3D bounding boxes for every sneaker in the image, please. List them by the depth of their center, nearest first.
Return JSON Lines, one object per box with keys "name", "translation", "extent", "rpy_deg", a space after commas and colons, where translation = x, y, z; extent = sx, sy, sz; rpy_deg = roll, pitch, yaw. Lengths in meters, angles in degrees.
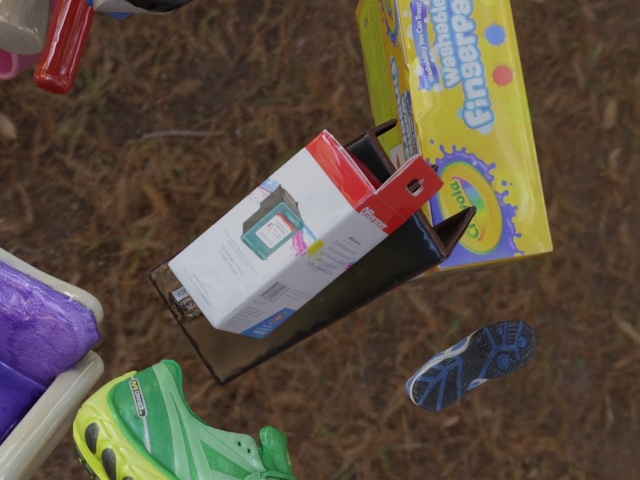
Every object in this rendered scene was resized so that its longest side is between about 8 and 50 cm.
{"name": "sneaker", "translation": [-0.048, 0.203, 0.879], "extent": [0.295, 0.109, 0.123], "rpy_deg": [46, 62, 2]}
{"name": "sneaker", "translation": [0.211, 0.171, 1.707], "extent": [0.211, 0.081, 0.080], "rpy_deg": [-23, 93, -15]}

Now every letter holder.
{"name": "letter holder", "translation": [0.000, 0.000, 1.327], "extent": [0.152, 0.302, 0.214], "rpy_deg": [58, 24, -3]}

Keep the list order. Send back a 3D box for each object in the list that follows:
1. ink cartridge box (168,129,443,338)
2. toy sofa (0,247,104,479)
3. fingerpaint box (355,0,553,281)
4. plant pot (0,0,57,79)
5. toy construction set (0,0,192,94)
{"name": "ink cartridge box", "translation": [-0.008, -0.015, 1.078], "extent": [0.078, 0.231, 0.134], "rpy_deg": [52, 6, 17]}
{"name": "toy sofa", "translation": [-0.362, 0.062, 0.944], "extent": [0.362, 0.177, 0.150], "rpy_deg": [32, 44, 3]}
{"name": "fingerpaint box", "translation": [0.178, -0.174, 1.704], "extent": [0.163, 0.371, 0.445], "rpy_deg": [-9, 85, -5]}
{"name": "plant pot", "translation": [-0.332, -0.306, 1.298], "extent": [0.180, 0.201, 0.201], "rpy_deg": [-44, 104, -22]}
{"name": "toy construction set", "translation": [-0.139, -0.243, 0.599], "extent": [0.257, 0.309, 0.237], "rpy_deg": [13, 72, 0]}
